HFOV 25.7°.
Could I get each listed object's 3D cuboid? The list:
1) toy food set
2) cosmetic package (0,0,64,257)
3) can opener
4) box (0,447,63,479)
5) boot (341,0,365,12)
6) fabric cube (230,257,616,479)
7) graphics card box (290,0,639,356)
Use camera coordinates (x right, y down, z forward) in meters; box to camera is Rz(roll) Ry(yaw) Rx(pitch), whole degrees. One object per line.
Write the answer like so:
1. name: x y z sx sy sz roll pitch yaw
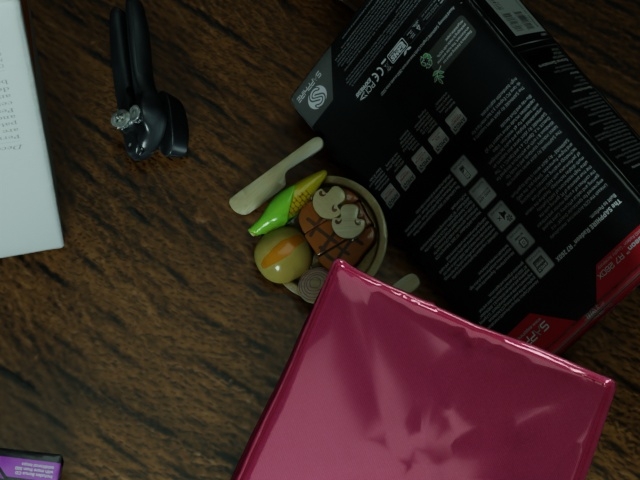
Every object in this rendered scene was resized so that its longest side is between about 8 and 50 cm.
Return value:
1. toy food set: 0.000 0.000 1.357 0.132 0.038 0.192 -38 75 9
2. cosmetic package: -0.324 -0.166 1.190 0.161 0.453 0.230 -9 69 -10
3. can opener: -0.188 -0.163 1.428 0.059 0.073 0.186 -29 65 24
4. box: -0.294 0.260 1.220 0.116 0.029 0.162 7 66 -4
5. boot: 0.009 -0.327 1.423 0.248 0.207 0.090 34 68 13
6. fabric cube: 0.061 0.212 1.183 0.259 0.258 0.254 25 68 4
7. graphics card box: 0.158 -0.080 1.326 0.371 0.233 0.094 51 39 14
